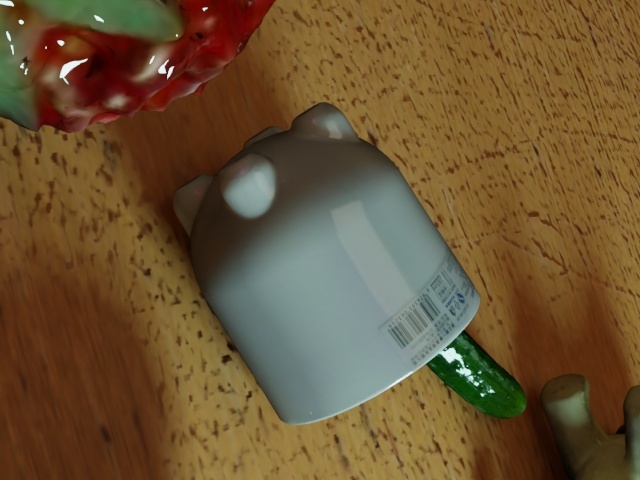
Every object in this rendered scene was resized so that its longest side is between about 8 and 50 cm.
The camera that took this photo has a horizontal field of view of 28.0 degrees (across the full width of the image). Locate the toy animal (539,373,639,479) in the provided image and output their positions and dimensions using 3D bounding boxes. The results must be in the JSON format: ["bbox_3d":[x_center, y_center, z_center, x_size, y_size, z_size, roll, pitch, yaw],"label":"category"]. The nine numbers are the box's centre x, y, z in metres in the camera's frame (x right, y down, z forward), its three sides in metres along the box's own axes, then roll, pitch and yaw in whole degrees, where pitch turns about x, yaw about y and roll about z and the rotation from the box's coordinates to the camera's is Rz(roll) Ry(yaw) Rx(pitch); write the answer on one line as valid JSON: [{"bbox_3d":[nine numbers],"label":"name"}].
[{"bbox_3d":[0.221,0.185,0.903,0.233,0.121,0.168,-42,116,-44],"label":"toy animal"}]

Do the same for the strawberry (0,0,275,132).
[{"bbox_3d":[-0.160,-0.232,0.593,0.318,0.295,0.345,16,28,-24],"label":"strawberry"}]

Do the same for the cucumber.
[{"bbox_3d":[0.090,0.078,0.863,0.155,0.037,0.037,42,47,-27],"label":"cucumber"}]

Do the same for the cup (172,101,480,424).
[{"bbox_3d":[0.007,-0.002,0.735,0.142,0.134,0.173,58,43,-9],"label":"cup"}]
